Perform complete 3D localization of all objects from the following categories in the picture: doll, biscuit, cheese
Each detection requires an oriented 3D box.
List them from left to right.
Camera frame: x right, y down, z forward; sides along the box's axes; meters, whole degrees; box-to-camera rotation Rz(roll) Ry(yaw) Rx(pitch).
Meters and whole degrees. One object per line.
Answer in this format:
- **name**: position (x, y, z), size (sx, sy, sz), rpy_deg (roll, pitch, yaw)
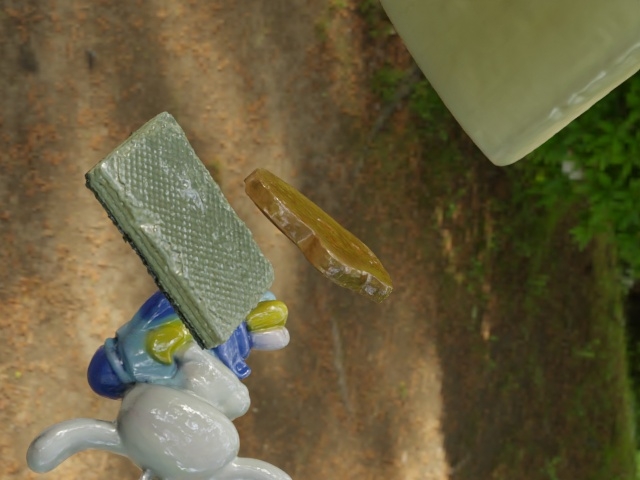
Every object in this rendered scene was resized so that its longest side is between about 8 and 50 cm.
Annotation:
- **doll**: position (-0.208, 0.219, 1.733), size (0.376, 0.187, 0.366), rpy_deg (23, 57, -22)
- **biscuit**: position (-0.123, -0.011, 1.078), size (0.199, 0.040, 0.121), rpy_deg (57, 37, -14)
- **biscuit**: position (-0.001, 0.001, 0.856), size (0.140, 0.118, 0.023), rpy_deg (39, 102, -19)
- **cheese**: position (0.210, -0.241, 1.126), size (0.124, 0.265, 0.243), rpy_deg (-16, 71, -49)
